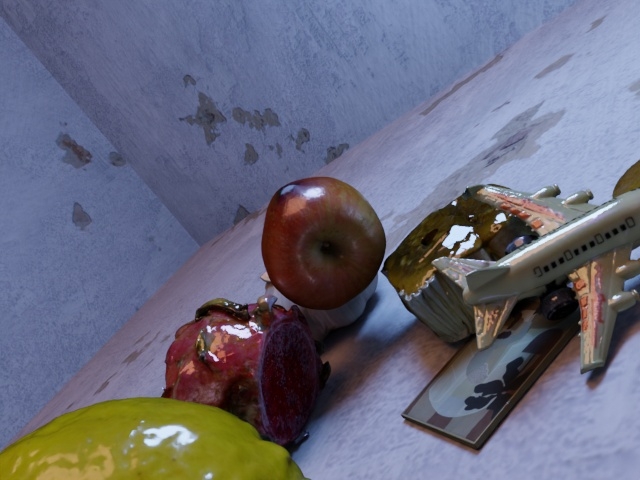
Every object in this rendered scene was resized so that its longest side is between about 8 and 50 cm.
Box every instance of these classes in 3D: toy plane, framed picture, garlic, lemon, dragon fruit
[{"bbox_3d":[0.240,0.011,0.636,0.244,0.092,0.229,-23,53,0],"label":"toy plane"},{"bbox_3d":[0.183,0.123,0.683,0.201,0.010,0.136,-43,14,-18],"label":"framed picture"},{"bbox_3d":[0.018,0.075,1.057,0.143,0.178,0.229,15,69,37],"label":"garlic"},{"bbox_3d":[-0.173,0.271,0.583,0.316,0.285,0.285,-43,13,-15],"label":"lemon"},{"bbox_3d":[-0.080,0.166,0.851,0.147,0.211,0.282,-18,4,30],"label":"dragon fruit"}]

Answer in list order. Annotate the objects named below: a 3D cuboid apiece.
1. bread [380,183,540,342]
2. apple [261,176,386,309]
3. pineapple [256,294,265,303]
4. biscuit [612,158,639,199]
[{"bbox_3d":[0.175,0.019,0.810,0.192,0.110,0.210,-40,9,5],"label":"bread"},{"bbox_3d":[0.000,0.000,0.904,0.199,0.199,0.199,-37,13,10],"label":"apple"},{"bbox_3d":[-0.077,0.138,1.179,0.251,0.125,0.125,-52,16,-20],"label":"pineapple"},{"bbox_3d":[0.421,-0.088,0.696,0.236,0.039,0.180,-28,18,48],"label":"biscuit"}]
